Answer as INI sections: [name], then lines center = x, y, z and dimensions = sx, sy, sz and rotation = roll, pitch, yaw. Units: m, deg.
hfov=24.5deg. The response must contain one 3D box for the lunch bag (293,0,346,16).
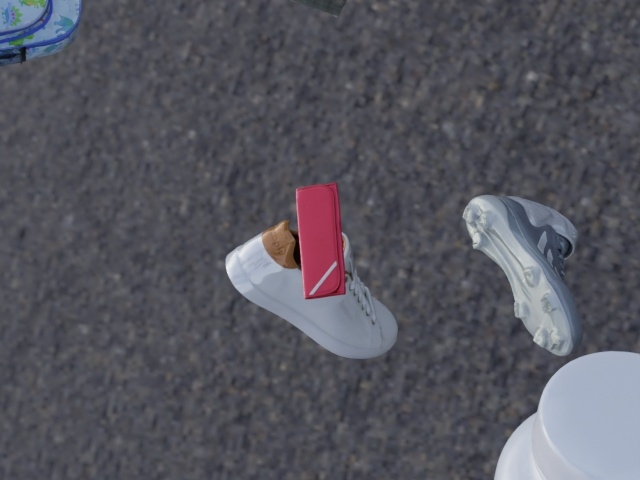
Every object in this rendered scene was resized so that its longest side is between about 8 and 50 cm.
[lunch bag]
center = -0.030, -0.401, 1.682
dimensions = 0.169, 0.287, 0.235
rotation = 29, 101, 18

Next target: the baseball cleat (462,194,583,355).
[baseball cleat]
center = 0.222, 0.024, 1.440
dimensions = 0.206, 0.109, 0.072
rotation = 62, 147, 35

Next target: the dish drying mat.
[dish drying mat]
center = 0.000, 0.000, 1.057
dimensions = 0.032, 0.008, 0.083
rotation = -10, 73, 16

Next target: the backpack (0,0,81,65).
[backpack]
center = -0.267, -0.208, 1.287
dimensions = 0.084, 0.114, 0.105
rotation = 138, 121, -75

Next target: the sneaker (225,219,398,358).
[sneaker]
center = 0.023, 0.061, 1.856
dimensions = 0.123, 0.290, 0.106
rotation = -38, 48, 25

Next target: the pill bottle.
[pill bottle]
center = 0.221, 0.239, 1.185
dimensions = 0.318, 0.176, 0.176
rotation = 91, 162, -45
